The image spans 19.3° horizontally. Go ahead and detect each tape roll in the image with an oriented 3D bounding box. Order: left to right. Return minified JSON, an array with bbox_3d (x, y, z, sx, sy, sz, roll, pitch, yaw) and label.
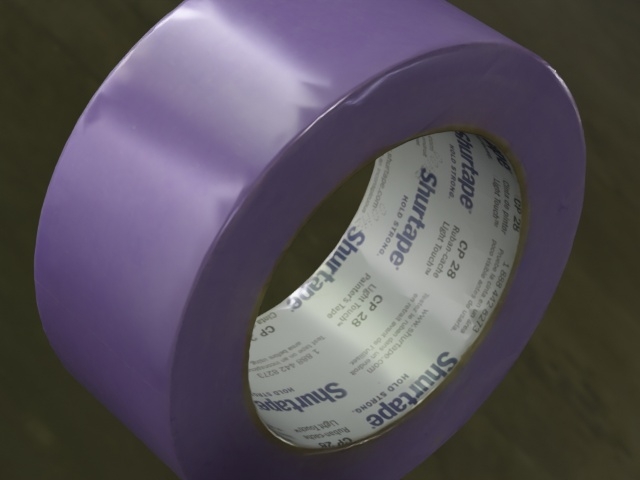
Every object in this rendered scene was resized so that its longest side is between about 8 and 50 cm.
[{"bbox_3d":[0.000,0.000,0.660,0.080,0.189,0.189,38,11,36],"label":"tape roll"}]
